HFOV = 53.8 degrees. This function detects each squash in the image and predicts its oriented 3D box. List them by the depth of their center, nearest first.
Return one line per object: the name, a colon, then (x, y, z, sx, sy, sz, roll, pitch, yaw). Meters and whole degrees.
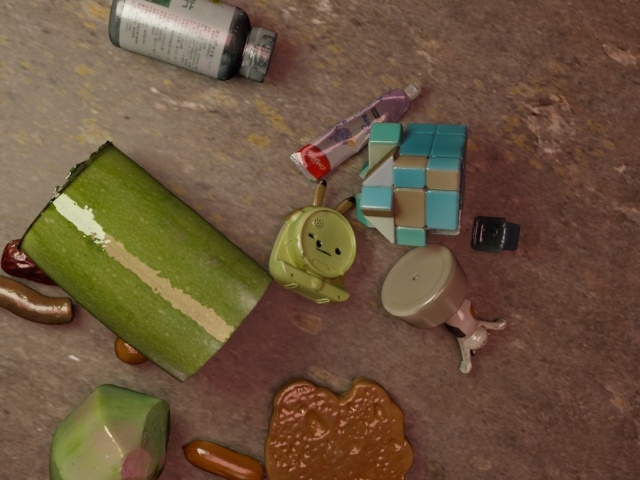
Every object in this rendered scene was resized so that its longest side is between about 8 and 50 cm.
squash: (-0.312, 0.041, 1.127, 0.384, 0.263, 0.263, 41, 85, -8)

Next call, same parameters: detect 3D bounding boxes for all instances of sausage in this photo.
sausage: (-0.192, 0.448, 1.270, 0.183, 0.054, 0.062, 25, 85, -7)

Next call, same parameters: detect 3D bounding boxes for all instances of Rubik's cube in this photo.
Rubik's cube: (0.173, -0.124, 1.225, 0.213, 0.265, 0.224, 4, 126, 16)

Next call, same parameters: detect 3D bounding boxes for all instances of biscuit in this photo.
biscuit: (0.036, 0.439, 1.308, 0.312, 0.057, 0.351, -16, 97, -9)

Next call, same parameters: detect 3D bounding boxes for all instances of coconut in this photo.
coconut: (-0.373, 0.372, 1.158, 0.236, 0.236, 0.204, -39, 64, -6)

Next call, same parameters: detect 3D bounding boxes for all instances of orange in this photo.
orange: (-0.356, 0.200, 1.219, 0.085, 0.085, 0.085, 0, 93, -10)

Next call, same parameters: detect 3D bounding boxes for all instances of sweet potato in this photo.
sweet potato: (-0.649, 0.088, 1.152, 0.385, 0.109, 0.109, 13, 90, -21)

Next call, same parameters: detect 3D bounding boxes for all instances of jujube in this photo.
jujube: (-0.529, 0.043, 1.183, 0.129, 0.077, 0.077, 22, 89, -17)

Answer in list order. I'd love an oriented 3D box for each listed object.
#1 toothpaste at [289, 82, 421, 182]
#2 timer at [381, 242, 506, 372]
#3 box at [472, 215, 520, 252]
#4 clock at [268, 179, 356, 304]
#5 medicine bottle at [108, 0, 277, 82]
toothpaste: (0.080, -0.229, 1.294, 0.301, 0.048, 0.075, -36, 102, -4)
timer: (0.273, 0.151, 1.311, 0.266, 0.175, 0.175, 42, 85, -28)
box: (0.373, -0.011, 1.331, 0.054, 0.099, 0.074, 5, 92, -25)
clock: (0.000, 0.000, 1.250, 0.170, 0.069, 0.232, 26, 66, -27)
medicine bottle: (-0.233, -0.388, 1.182, 0.293, 0.141, 0.141, 17, 89, -10)
